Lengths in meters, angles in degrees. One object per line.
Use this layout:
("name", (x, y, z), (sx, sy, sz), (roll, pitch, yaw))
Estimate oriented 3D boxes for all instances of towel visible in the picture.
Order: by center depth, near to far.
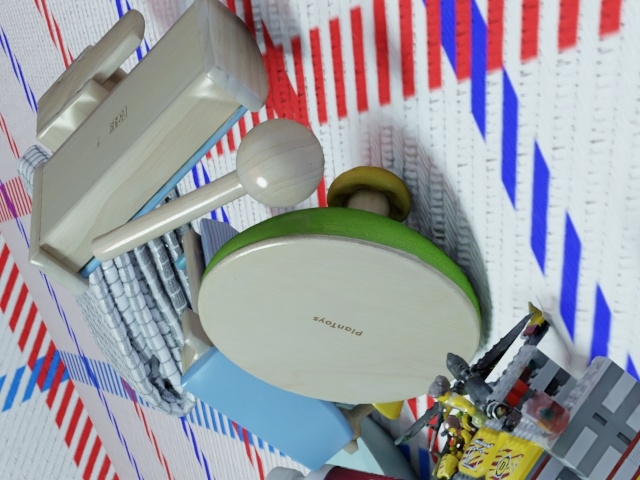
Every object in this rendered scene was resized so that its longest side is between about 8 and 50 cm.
("towel", (-0.204, 0.027, 1.685), (0.235, 0.121, 0.284), (31, 145, 64))

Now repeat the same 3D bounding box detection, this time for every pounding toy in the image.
("pounding toy", (0.000, 0.000, 1.019), (0.183, 0.110, 0.237), (-24, 131, 36))

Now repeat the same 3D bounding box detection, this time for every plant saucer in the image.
("plant saucer", (0.050, 0.208, 1.330), (0.195, 0.037, 0.195), (54, 160, 30))

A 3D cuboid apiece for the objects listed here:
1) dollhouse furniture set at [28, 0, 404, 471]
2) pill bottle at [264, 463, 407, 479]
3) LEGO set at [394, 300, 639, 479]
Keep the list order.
("dollhouse furniture set", (-0.044, -0.026, 1.223), (0.303, 0.198, 0.286), (38, -161, -26))
("pill bottle", (0.030, 0.219, 1.199), (0.152, 0.086, 0.086), (9, 136, 19))
("LEGO set", (0.086, 0.166, 0.784), (0.192, 0.255, 0.331), (39, 179, -11))
